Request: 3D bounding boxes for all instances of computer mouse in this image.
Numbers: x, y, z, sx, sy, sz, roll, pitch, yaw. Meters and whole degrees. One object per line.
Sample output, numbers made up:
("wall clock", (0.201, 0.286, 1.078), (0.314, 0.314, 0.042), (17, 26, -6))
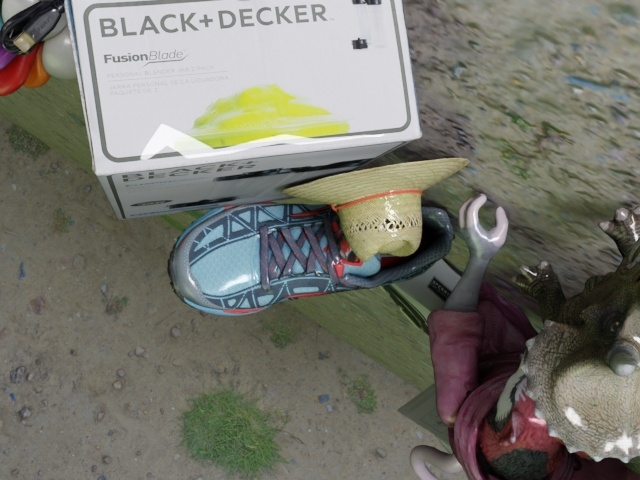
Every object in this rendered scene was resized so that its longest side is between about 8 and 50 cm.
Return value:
("computer mouse", (-0.288, -0.255, 0.644), (0.193, 0.106, 0.042), (45, -168, 4))

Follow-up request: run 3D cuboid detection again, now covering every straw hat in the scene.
("straw hat", (0.043, -0.016, 0.530), (0.145, 0.061, 0.144), (-10, 179, 0))

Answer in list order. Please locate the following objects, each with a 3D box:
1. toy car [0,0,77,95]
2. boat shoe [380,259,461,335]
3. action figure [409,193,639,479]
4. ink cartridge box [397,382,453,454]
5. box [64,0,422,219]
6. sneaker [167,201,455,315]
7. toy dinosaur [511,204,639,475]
("toy car", (-0.330, -0.220, 0.753), (0.159, 0.136, 0.182), (32, 170, 12))
("boat shoe", (0.133, 0.068, 0.842), (0.219, 0.077, 0.070), (47, 165, -22))
("action figure", (0.145, 0.142, 0.626), (0.248, 0.275, 0.370), (41, -174, 12))
("ink cartridge box", (0.241, 0.227, 0.921), (0.232, 0.189, 0.066), (13, 127, 58))
("box", (-0.066, -0.076, 0.490), (0.169, 0.087, 0.290), (-8, 179, -15))
("sneaker", (0.000, 0.000, 0.641), (0.262, 0.104, 0.125), (-10, 177, -26))
("toy dinosaur", (0.199, 0.087, 0.434), (0.121, 0.160, 0.313), (-26, 130, 30))
